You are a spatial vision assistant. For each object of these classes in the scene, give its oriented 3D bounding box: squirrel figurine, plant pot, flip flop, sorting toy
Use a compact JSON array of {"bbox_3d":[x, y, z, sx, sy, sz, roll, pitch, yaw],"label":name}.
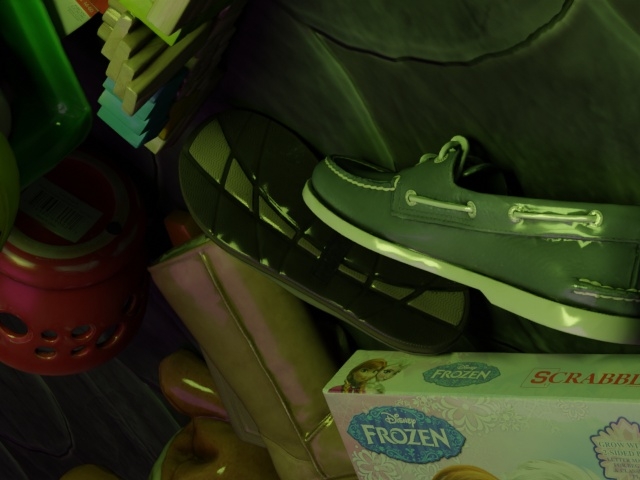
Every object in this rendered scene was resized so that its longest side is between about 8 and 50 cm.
[{"bbox_3d":[-0.141,0.398,1.821,0.397,0.370,0.281,36,153,12],"label":"squirrel figurine"},{"bbox_3d":[-0.256,0.009,1.616,0.191,0.191,0.174,36,144,14],"label":"plant pot"},{"bbox_3d":[0.000,0.000,1.352,0.277,0.112,0.080,34,168,6],"label":"flip flop"},{"bbox_3d":[-0.043,0.103,1.629,0.229,0.041,0.307,15,137,38],"label":"sorting toy"}]

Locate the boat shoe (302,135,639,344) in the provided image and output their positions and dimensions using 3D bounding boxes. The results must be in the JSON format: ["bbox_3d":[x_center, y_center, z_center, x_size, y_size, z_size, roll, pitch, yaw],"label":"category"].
[{"bbox_3d":[0.115,-0.021,1.188,0.319,0.116,0.099,26,107,44],"label":"boat shoe"}]

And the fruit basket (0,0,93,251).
[{"bbox_3d":[-0.314,-0.097,1.268,0.392,0.283,0.392,47,165,16],"label":"fruit basket"}]

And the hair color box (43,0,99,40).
[{"bbox_3d":[-0.236,-0.214,1.393,0.093,0.053,0.167,49,152,-13],"label":"hair color box"}]

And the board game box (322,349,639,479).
[{"bbox_3d":[0.191,0.236,1.326,0.319,0.066,0.318,-3,119,38],"label":"board game box"}]

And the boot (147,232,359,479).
[{"bbox_3d":[-0.005,0.097,1.481,0.236,0.089,0.269,-24,98,27],"label":"boot"}]

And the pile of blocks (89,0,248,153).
[{"bbox_3d":[-0.134,-0.167,1.215,0.113,0.149,0.362,40,154,4],"label":"pile of blocks"}]
